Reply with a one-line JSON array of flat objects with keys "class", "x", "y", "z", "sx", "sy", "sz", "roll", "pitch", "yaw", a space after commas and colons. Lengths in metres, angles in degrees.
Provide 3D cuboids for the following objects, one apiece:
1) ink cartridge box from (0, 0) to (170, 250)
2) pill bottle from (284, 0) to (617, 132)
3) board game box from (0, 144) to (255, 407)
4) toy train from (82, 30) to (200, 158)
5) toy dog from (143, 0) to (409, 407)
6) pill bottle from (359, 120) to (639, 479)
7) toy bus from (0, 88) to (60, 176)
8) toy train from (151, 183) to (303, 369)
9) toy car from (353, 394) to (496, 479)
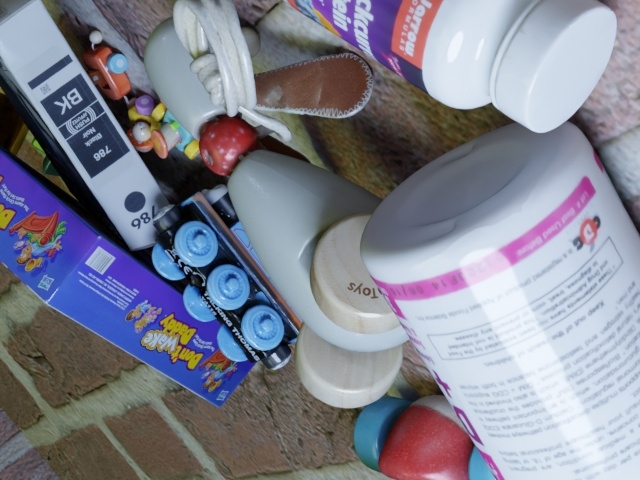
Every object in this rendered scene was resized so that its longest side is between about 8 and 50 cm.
[{"class": "ink cartridge box", "x": -0.232, "y": -0.104, "z": 1.407, "sx": 0.165, "sy": 0.065, "sz": 0.333, "roll": 37, "pitch": 162, "yaw": 52}, {"class": "pill bottle", "x": 0.071, "y": -0.143, "z": 0.864, "sx": 0.193, "sy": 0.108, "sz": 0.108, "roll": 36, "pitch": 153, "yaw": 28}, {"class": "board game box", "x": -0.227, "y": 0.028, "z": 1.504, "sx": 0.233, "sy": 0.078, "sz": 0.347, "roll": 38, "pitch": 177, "yaw": 32}, {"class": "toy train", "x": -0.169, "y": -0.127, "z": 1.384, "sx": 0.166, "sy": 0.046, "sz": 0.125, "roll": 19, "pitch": 142, "yaw": 50}, {"class": "toy dog", "x": 0.009, "y": -0.048, "z": 1.118, "sx": 0.334, "sy": 0.161, "sz": 0.220, "roll": 66, "pitch": 159, "yaw": 1}, {"class": "pill bottle", "x": 0.159, "y": 0.078, "z": 0.969, "sx": 0.160, "sy": 0.160, "sz": 0.283, "roll": 2, "pitch": 128, "yaw": 60}, {"class": "toy bus", "x": -0.350, "y": -0.164, "z": 1.572, "sx": 0.202, "sy": 0.191, "sz": 0.104, "roll": 40, "pitch": 111, "yaw": 19}, {"class": "toy train", "x": -0.075, "y": 0.030, "z": 1.378, "sx": 0.184, "sy": 0.105, "sz": 0.080, "roll": 52, "pitch": 147, "yaw": -7}, {"class": "toy car", "x": 0.082, "y": 0.279, "z": 1.305, "sx": 0.219, "sy": 0.238, "sz": 0.210, "roll": 6, "pitch": 132, "yaw": 58}]
